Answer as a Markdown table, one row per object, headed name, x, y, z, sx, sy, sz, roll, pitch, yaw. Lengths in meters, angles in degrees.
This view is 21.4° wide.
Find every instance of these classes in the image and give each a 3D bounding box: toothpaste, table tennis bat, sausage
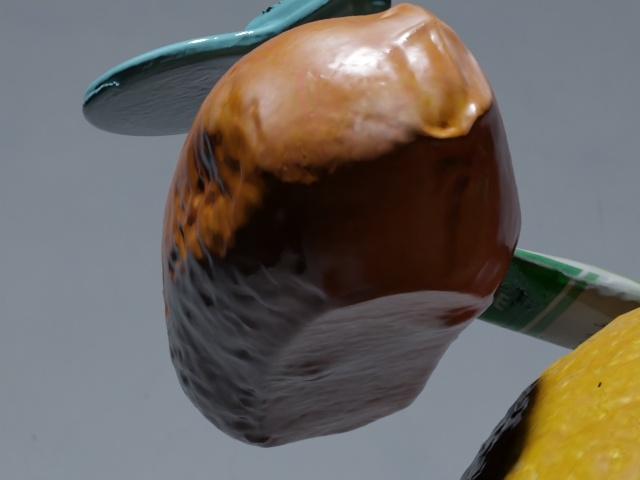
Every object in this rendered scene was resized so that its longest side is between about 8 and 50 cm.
| name | x | y | z | sx | sy | sz | roll | pitch | yaw |
| --- | --- | --- | --- | --- | --- | --- | --- | --- | --- |
| toothpaste | 0.109 | 0.024 | 0.810 | 0.248 | 0.078 | 0.047 | 19 | 62 | 7 |
| table tennis bat | -0.039 | -0.092 | 0.858 | 0.124 | 0.201 | 0.033 | -4 | 77 | -43 |
| sausage | -0.001 | -0.002 | 0.665 | 0.133 | 0.258 | 0.133 | 4 | 67 | -10 |

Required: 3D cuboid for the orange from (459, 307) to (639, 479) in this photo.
| name | x | y | z | sx | sy | sz | roll | pitch | yaw |
| --- | --- | --- | --- | --- | --- | --- | --- | --- | --- |
| orange | 0.172 | 0.187 | 0.591 | 0.322 | 0.322 | 0.357 | 23 | 45 | 14 |
